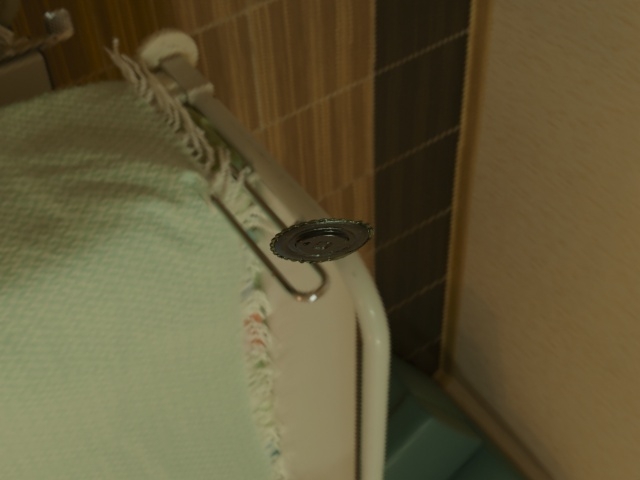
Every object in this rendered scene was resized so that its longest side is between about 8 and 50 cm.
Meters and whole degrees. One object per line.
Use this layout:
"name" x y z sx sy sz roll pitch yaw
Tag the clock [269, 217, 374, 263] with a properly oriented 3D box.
"clock" 0.000 0.000 0.738 0.083 0.010 0.074 6 151 -35
